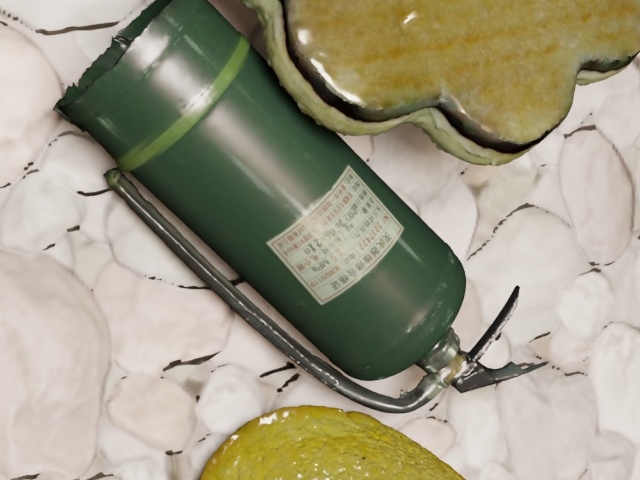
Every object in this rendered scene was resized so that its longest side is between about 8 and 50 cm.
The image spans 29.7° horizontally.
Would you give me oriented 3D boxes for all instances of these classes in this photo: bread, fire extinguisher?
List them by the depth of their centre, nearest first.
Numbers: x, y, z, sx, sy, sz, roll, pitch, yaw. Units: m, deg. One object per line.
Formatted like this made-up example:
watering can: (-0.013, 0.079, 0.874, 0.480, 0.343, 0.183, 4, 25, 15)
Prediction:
bread: (0.062, -0.136, 0.616, 0.286, 0.056, 0.207, -10, 83, -27)
fire extinguisher: (0.000, 0.000, 0.633, 0.118, 0.093, 0.294, -45, 110, 0)
bread: (0.015, 0.175, 0.664, 0.187, 0.065, 0.149, 33, 85, -24)
